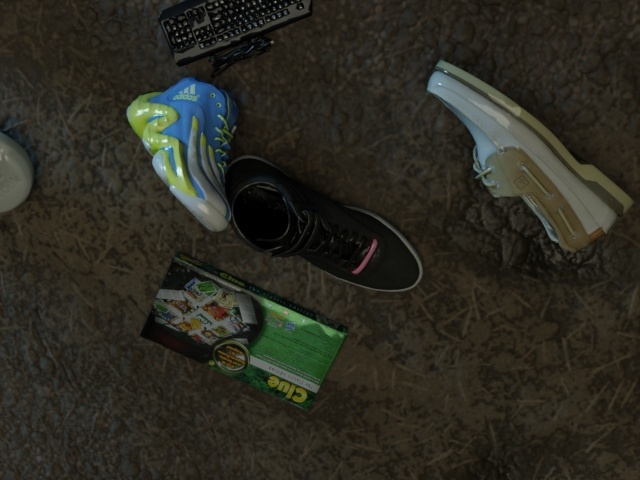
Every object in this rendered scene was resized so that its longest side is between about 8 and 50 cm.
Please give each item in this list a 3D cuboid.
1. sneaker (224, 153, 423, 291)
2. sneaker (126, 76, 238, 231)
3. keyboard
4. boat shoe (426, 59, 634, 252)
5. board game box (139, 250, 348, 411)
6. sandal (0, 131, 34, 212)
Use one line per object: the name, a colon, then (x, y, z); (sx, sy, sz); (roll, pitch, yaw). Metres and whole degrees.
sneaker: (0.000, 0.000, 1.127); (0.296, 0.147, 0.104); (30, 106, -7)
sneaker: (-0.143, -0.121, 1.076); (0.126, 0.240, 0.091); (-37, 147, 0)
keyboard: (-0.100, -0.268, 1.103); (0.192, 0.038, 0.100); (-20, 106, 11)
boat shoe: (0.241, -0.098, 1.094); (0.302, 0.113, 0.103); (37, 101, -9)
board game box: (-0.106, 0.128, 1.240); (0.260, 0.030, 0.136); (25, 106, -4)
sandal: (-0.567, -0.163, 1.148); (0.416, 0.102, 0.169); (31, 123, -19)
